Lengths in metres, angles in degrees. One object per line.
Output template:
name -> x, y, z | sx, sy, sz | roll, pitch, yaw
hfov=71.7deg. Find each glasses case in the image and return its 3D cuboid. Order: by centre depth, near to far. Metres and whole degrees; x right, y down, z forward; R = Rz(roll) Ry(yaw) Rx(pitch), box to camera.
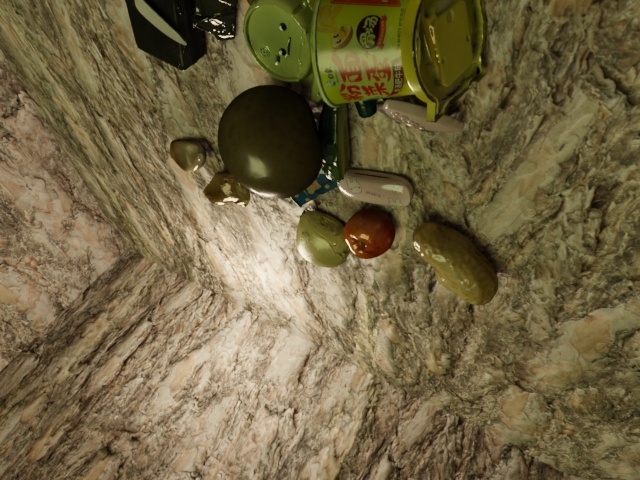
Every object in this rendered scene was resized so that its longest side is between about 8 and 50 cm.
glasses case -> 0.193, -0.191, 1.605 | 0.297, 0.075, 0.113 | 13, 140, 31

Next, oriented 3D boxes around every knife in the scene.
knife -> -0.553, -0.724, 1.360 | 0.336, 0.043, 0.081 | 46, 155, -22

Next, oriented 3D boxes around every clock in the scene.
clock -> 0.273, -0.447, 0.997 | 0.071, 0.277, 0.293 | 24, 143, 43
clock -> -0.095, -0.596, 1.301 | 0.349, 0.117, 0.286 | 30, 148, 10

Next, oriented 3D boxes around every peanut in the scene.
peanut -> 0.487, 0.079, 1.604 | 0.387, 0.169, 0.192 | 46, 152, -10

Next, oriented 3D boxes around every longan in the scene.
longan -> -0.154, -0.311, 1.418 | 0.361, 0.360, 0.360 | 25, 147, 17

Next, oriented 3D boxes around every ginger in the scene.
ginger -> -0.439, -0.232, 2.115 | 0.222, 0.130, 0.275 | 29, 155, -6

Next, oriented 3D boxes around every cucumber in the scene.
cucumber -> 0.039, -0.352, 1.493 | 0.105, 0.145, 0.325 | 16, 140, 18

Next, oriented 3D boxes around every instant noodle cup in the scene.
instant noodle cup -> 0.136, -0.484, 1.089 | 0.222, 0.311, 0.311 | 8, 140, 23

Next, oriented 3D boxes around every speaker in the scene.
speaker -> 0.152, -0.418, 1.355 | 0.095, 0.060, 0.075 | 8, 140, 37

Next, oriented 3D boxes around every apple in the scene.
apple -> 0.188, -0.025, 1.750 | 0.210, 0.164, 0.209 | 25, 145, 19

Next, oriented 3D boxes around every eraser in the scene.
eraser -> 0.281, -0.343, 1.243 | 0.244, 0.204, 0.059 | 17, 105, -3

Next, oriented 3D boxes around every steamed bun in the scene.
steamed bun -> 0.000, 0.000, 1.961 | 0.273, 0.166, 0.232 | 31, 150, 8

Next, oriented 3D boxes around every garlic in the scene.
garlic -> -0.618, -0.400, 2.075 | 0.318, 0.112, 0.143 | 16, 122, 40

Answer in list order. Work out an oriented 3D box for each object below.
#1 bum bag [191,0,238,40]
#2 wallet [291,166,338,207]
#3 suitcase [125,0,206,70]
bum bag -> -0.320, -0.736, 1.341 | 0.142, 0.079, 0.326 | 4, 153, -13
wallet -> -0.041, -0.223, 1.723 | 0.202, 0.059, 0.141 | -26, 121, 27
suitcase -> -0.516, -0.759, 1.452 | 0.230, 0.152, 0.335 | 30, 148, 10
